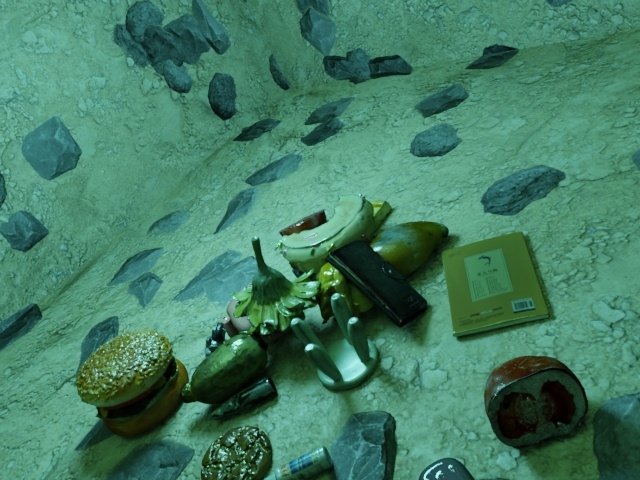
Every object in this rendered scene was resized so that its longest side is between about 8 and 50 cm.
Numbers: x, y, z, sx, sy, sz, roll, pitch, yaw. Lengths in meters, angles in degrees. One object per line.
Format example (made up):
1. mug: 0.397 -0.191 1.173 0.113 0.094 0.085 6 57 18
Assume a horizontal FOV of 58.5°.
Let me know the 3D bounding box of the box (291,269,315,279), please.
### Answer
1. box: -0.059 0.106 2.166 0.054 0.074 0.099 -7 34 50

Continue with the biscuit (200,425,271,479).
1. biscuit: -0.237 0.606 1.578 0.226 0.042 0.225 -19 32 13

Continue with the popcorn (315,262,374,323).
1. popcorn: 0.083 0.163 1.857 0.190 0.191 0.253 8 35 -11

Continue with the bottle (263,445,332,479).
1. bottle: -0.076 0.593 1.447 0.217 0.060 0.060 -28 30 1

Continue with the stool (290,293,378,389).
1. stool: 0.044 0.301 1.658 0.195 0.198 0.195 -33 31 -4

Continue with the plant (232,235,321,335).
1. plant: -0.151 0.167 1.782 0.306 0.297 0.261 -11 55 8

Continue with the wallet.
1. wallet: 0.181 0.123 1.763 0.173 0.045 0.318 -23 58 -42

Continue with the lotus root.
1. lotus root: -0.297 0.415 1.792 0.309 0.173 0.173 -39 31 -8

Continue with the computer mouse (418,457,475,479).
1. computer mouse: 0.293 0.557 1.201 0.120 0.057 0.232 -31 28 -5

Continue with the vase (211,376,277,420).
1. vase: -0.237 0.489 1.737 0.212 0.059 0.060 -28 30 1

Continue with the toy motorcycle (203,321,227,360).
1. toy motorcycle: -0.355 0.377 1.917 0.073 0.225 0.152 13 56 -6

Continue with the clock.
1. clock: -0.198 0.251 1.995 0.241 0.142 0.227 3 43 37

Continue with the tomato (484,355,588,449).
1. tomato: 0.472 0.348 1.294 0.214 0.180 0.155 -16 14 7

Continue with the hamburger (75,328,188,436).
1. hamburger: -0.627 0.459 1.913 0.330 0.250 0.329 -20 32 13

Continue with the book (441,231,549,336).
1. book: 0.508 0.122 1.713 0.269 0.032 0.388 -16 33 18

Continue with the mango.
1. mango: 0.292 0.017 1.941 0.316 0.146 0.193 -30 38 -17

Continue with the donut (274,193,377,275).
1. donut: 0.047 -0.014 2.044 0.371 0.150 0.307 -36 25 -14

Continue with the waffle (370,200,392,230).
1. waffle: 0.150 -0.064 2.263 0.168 0.057 0.274 3 42 43

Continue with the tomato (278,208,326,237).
1. tomato: -0.063 -0.050 2.363 0.225 0.085 0.225 -29 7 4
